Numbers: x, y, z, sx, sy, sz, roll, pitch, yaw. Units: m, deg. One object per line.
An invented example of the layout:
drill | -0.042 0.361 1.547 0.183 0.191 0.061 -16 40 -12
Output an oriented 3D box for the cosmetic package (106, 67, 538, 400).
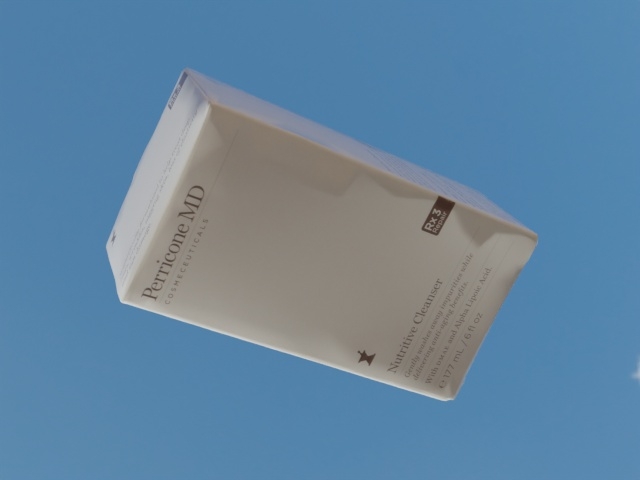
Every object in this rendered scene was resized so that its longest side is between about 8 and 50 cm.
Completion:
cosmetic package | 0.000 0.000 0.988 0.385 0.156 0.217 18 -75 -26
